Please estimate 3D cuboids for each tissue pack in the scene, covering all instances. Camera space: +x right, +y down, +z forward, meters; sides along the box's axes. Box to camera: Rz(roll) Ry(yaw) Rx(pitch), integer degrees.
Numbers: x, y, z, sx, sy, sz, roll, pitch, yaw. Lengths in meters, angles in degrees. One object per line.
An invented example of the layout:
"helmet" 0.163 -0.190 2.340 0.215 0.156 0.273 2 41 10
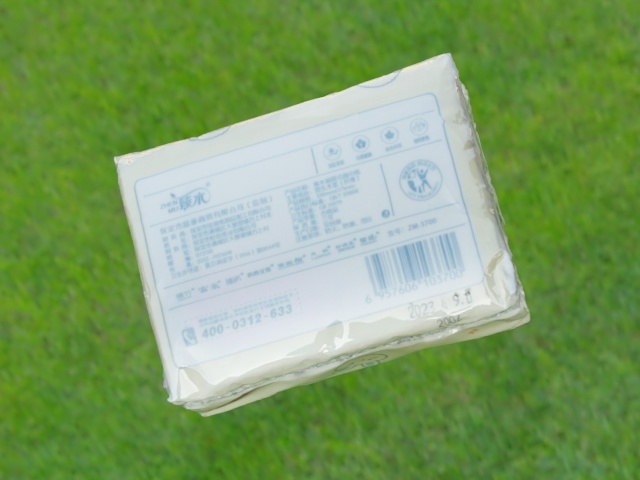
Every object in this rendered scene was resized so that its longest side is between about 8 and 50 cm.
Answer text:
"tissue pack" 0.000 0.000 1.051 0.196 0.092 0.148 -16 74 7
